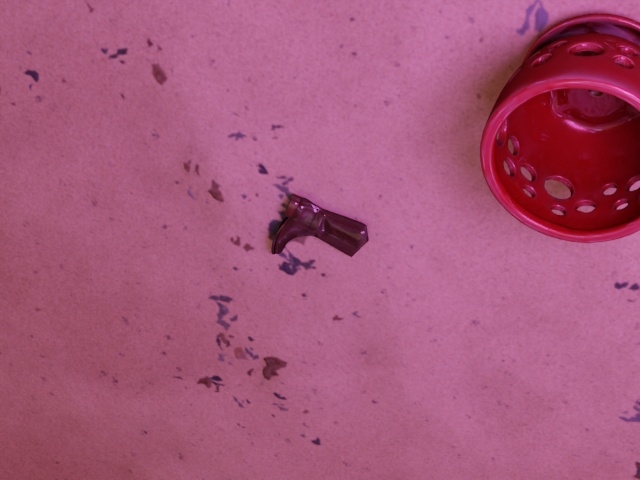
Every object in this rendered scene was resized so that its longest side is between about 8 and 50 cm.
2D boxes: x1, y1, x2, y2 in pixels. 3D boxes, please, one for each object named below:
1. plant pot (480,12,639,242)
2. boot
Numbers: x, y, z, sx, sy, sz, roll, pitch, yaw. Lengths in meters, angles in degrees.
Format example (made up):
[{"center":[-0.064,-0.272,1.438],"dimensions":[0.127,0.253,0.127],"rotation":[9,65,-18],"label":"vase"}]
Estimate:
[{"center":[0.269,-0.120,1.059],"dimensions":[0.191,0.174,0.191],"rotation":[11,129,14],"label":"plant pot"},{"center":[0.000,0.000,1.361],"dimensions":[0.114,0.037,0.106],"rotation":[23,134,-2],"label":"boot"}]
